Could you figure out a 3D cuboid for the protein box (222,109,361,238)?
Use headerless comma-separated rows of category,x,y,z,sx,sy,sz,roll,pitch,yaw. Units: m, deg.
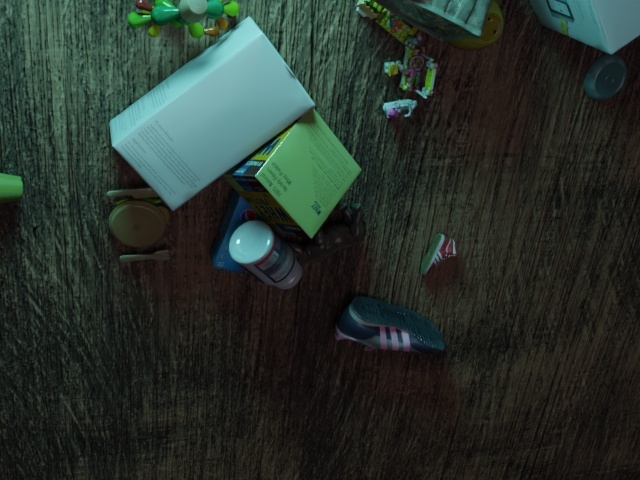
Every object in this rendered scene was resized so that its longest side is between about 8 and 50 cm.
protein box,-0.060,-0.146,1.571,0.200,0.136,0.201,48,67,-32

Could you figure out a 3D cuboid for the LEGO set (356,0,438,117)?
LEGO set,0.178,-0.399,1.571,0.132,0.107,0.287,-22,122,-6

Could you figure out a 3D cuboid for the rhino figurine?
rhino figurine,0.000,0.000,1.754,0.243,0.073,0.106,-26,120,-1

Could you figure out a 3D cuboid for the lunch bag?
lunch bag,0.209,-0.558,1.438,0.287,0.169,0.235,19,92,-25

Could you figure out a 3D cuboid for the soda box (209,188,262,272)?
soda box,-0.184,-0.035,1.677,0.071,0.067,0.210,14,113,-24

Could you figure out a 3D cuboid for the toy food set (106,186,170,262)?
toy food set,-0.400,-0.040,1.628,0.132,0.038,0.192,-4,124,-8

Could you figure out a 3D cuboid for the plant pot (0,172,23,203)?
plant pot,-0.647,-0.105,1.489,0.079,0.083,0.083,0,118,-32

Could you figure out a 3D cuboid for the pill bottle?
pill bottle,-0.116,0.039,1.647,0.108,0.108,0.180,-37,144,4

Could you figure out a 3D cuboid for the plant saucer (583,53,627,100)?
plant saucer,0.701,-0.395,1.794,0.119,0.021,0.119,-8,120,-14

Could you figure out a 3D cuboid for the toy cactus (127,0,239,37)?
toy cactus,-0.246,-0.437,1.380,0.219,0.180,0.112,-2,98,-22

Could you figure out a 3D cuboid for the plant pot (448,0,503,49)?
plant pot,0.342,-0.469,1.593,0.134,0.095,0.134,-8,120,-13

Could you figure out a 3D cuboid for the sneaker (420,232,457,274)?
sneaker,0.308,0.044,1.895,0.067,0.042,0.118,19,108,-22

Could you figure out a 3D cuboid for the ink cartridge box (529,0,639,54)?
ink cartridge box,0.572,-0.550,1.521,0.198,0.270,0.197,-35,124,3

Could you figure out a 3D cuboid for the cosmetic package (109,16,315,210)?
cosmetic package,-0.221,-0.256,1.493,0.366,0.155,0.197,-36,123,2

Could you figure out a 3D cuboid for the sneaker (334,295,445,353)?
sneaker,0.180,0.246,1.943,0.319,0.112,0.131,23,125,-25
